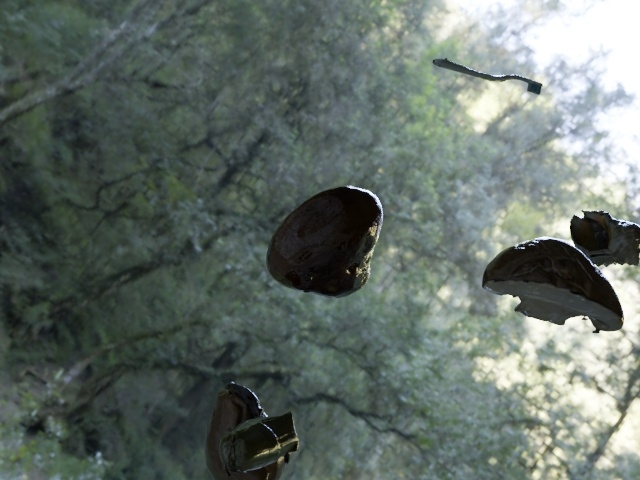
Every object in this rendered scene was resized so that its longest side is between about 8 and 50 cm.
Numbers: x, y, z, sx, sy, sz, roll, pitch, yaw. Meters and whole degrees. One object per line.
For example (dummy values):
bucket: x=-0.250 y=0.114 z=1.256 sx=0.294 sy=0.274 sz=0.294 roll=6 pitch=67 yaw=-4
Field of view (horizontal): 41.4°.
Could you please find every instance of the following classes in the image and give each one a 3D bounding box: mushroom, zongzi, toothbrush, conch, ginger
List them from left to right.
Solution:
zongzi: x=-0.178 y=0.415 z=1.690 sx=0.205 sy=0.204 sz=0.094 roll=-5 pitch=81 yaw=-57
ginger: x=-0.207 y=0.527 z=2.180 sx=0.269 sy=0.223 sz=0.200 roll=44 pitch=-17 yaw=0
mushroom: x=0.000 y=0.000 z=2.192 sx=0.259 sy=0.345 sz=0.345 roll=46 pitch=6 yaw=37
toothbrush: x=0.318 y=-0.313 z=1.590 sx=0.263 sy=0.026 sz=0.022 roll=8 pitch=1 yaw=-29
mushroom: x=0.472 y=0.074 z=1.683 sx=0.286 sy=0.151 sz=0.156 roll=19 pitch=-30 yaw=3
conch: x=0.658 y=-0.008 z=1.964 sx=0.155 sy=0.130 sz=0.207 roll=-5 pitch=45 yaw=-35
